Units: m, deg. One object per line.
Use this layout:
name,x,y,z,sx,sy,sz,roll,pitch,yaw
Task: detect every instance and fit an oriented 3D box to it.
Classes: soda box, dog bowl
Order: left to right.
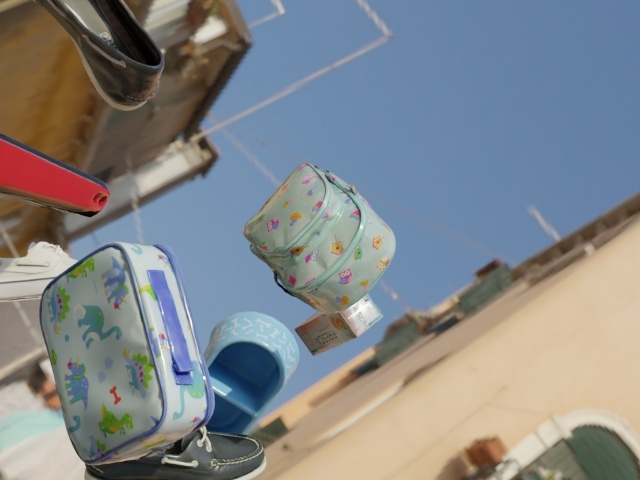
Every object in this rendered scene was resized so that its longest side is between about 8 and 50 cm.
dog bowl,-0.161,0.263,2.038,0.166,0.074,0.297,33,-68,-8
soda box,0.027,0.130,1.809,0.058,0.063,0.183,55,-26,-2

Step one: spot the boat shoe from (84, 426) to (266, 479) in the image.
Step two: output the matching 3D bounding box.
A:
boat shoe,-0.228,0.342,1.854,0.114,0.302,0.091,-135,-133,-56

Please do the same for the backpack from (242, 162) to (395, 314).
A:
backpack,0.000,0.000,1.512,0.144,0.166,0.188,43,1,-43

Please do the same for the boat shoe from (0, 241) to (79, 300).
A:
boat shoe,-0.418,0.043,1.713,0.095,0.258,0.084,132,-48,-80

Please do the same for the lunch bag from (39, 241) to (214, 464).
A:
lunch bag,-0.206,0.120,1.224,0.176,0.090,0.219,-32,-112,35

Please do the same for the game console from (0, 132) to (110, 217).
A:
game console,-0.403,-0.098,0.880,0.386,0.342,0.060,12,-93,24

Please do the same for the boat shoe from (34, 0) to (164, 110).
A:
boat shoe,-0.317,-0.329,1.519,0.335,0.112,0.095,53,-39,2
